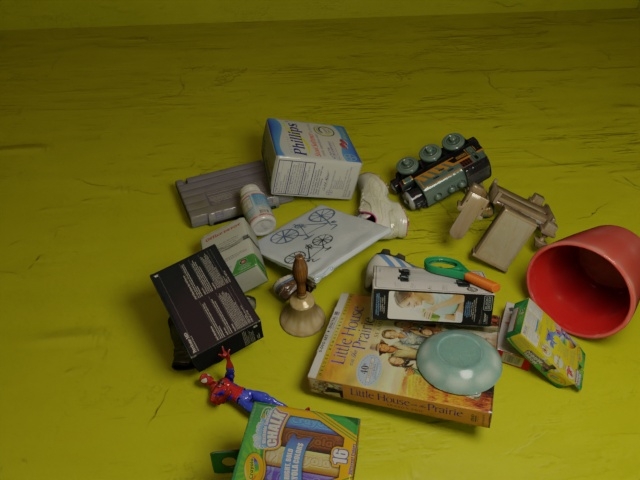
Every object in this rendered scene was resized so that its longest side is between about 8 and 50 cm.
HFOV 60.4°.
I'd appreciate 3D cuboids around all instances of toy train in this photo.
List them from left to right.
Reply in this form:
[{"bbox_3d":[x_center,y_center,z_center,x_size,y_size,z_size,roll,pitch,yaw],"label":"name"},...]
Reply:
[{"bbox_3d":[0.403,-0.227,1.835,0.334,0.142,0.190,-28,49,-1],"label":"toy train"}]

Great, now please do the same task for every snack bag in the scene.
[{"bbox_3d":[0.000,0.000,1.642,0.323,0.037,0.342,-31,33,-31],"label":"snack bag"}]

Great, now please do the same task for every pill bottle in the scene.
[{"bbox_3d":[-0.200,-0.098,1.719,0.087,0.087,0.160,-14,53,-14],"label":"pill bottle"}]

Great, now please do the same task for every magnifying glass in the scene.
[{"bbox_3d":[0.352,0.082,1.379,0.092,0.026,0.231,-8,18,-30],"label":"magnifying glass"}]

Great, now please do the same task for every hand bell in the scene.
[{"bbox_3d":[-0.048,0.126,1.421,0.126,0.242,0.126,0,42,0],"label":"hand bell"}]

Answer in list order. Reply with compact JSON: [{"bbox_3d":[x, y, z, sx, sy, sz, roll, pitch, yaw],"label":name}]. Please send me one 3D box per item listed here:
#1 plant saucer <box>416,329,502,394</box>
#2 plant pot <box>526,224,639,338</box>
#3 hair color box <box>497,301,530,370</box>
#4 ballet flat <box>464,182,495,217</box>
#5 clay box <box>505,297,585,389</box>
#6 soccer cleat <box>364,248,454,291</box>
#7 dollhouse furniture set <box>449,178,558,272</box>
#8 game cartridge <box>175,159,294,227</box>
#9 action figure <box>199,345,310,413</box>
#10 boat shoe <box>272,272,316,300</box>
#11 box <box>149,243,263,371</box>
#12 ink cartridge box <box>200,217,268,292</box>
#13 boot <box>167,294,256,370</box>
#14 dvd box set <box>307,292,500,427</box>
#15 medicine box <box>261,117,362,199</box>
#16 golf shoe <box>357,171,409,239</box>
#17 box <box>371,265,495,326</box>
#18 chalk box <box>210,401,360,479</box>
[{"bbox_3d":[0.319,0.265,1.262,0.195,0.037,0.195,-3,37,2],"label":"plant saucer"},{"bbox_3d":[0.735,0.086,1.469,0.243,0.275,0.275,-27,49,-37],"label":"plant pot"},{"bbox_3d":[0.511,0.246,1.430,0.093,0.053,0.167,16,47,17],"label":"hair color box"},{"bbox_3d":[0.524,-0.166,1.856,0.073,0.080,0.232,-10,42,6],"label":"ballet flat"},{"bbox_3d":[0.560,0.262,1.356,0.222,0.053,0.127,43,48,-9],"label":"clay box"},{"bbox_3d":[0.279,0.136,1.524,0.331,0.116,0.143,16,62,19],"label":"soccer cleat"},{"bbox_3d":[0.550,-0.075,1.728,0.303,0.174,0.355,27,27,0],"label":"dollhouse furniture set"},{"bbox_3d":[-0.291,-0.164,1.868,0.355,0.068,0.230,-16,49,-17],"label":"game cartridge"},{"bbox_3d":[-0.166,0.348,1.267,0.280,0.139,0.091,16,45,20],"label":"action figure"},{"bbox_3d":[-0.045,0.119,1.567,0.183,0.066,0.066,-26,64,-26],"label":"boat shoe"},{"bbox_3d":[-0.285,0.164,1.375,0.184,0.103,0.261,-25,59,-18],"label":"box"},{"bbox_3d":[-0.250,0.053,1.581,0.153,0.087,0.208,-26,45,5],"label":"ink cartridge box"},{"bbox_3d":[-0.269,0.245,1.426,0.246,0.083,0.161,-17,52,-9],"label":"boot"},{"bbox_3d":[0.213,0.274,1.347,0.420,0.062,0.307,7,39,18],"label":"dvd box set"},{"bbox_3d":[-0.039,-0.279,1.873,0.289,0.149,0.263,3,38,-17],"label":"medicine box"},{"bbox_3d":[0.167,-0.115,1.777,0.140,0.115,0.306,-17,45,-13],"label":"golf shoe"},{"bbox_3d":[0.273,0.136,1.384,0.290,0.087,0.169,3,17,4],"label":"box"},{"bbox_3d":[-0.075,0.457,1.113,0.289,0.180,0.179,8,44,7],"label":"chalk box"}]
